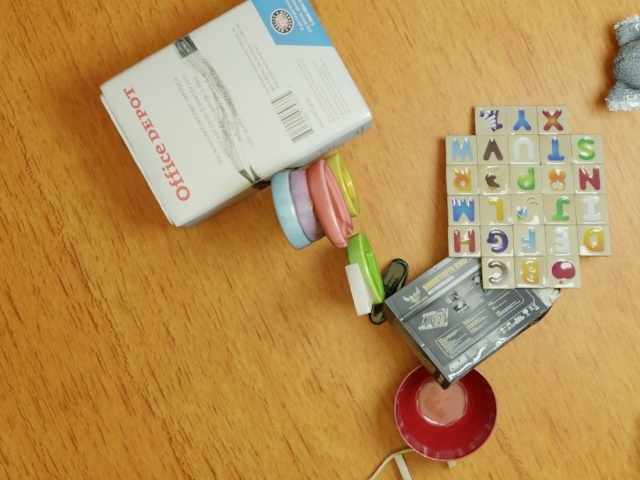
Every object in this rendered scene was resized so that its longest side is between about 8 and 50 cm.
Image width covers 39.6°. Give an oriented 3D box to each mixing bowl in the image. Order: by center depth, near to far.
[{"bbox_3d":[0.222,0.296,1.605,0.182,0.098,0.181,0,91,3],"label":"mixing bowl"}]

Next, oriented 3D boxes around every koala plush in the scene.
[{"bbox_3d":[0.613,-0.300,1.542,0.221,0.203,0.196,11,91,15],"label":"koala plush"}]

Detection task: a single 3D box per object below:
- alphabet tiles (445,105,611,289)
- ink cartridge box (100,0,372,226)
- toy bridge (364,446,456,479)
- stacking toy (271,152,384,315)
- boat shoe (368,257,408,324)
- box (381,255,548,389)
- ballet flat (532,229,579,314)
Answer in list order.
[{"bbox_3d":[0.368,-0.081,1.588,0.285,0.011,0.342,0,76,0],"label":"alphabet tiles"},{"bbox_3d":[-0.145,-0.236,1.590,0.395,0.166,0.285,-29,88,3],"label":"ink cartridge box"},{"bbox_3d":[0.153,0.421,1.647,0.188,0.026,0.063,-22,87,4],"label":"toy bridge"},{"bbox_3d":[0.000,0.000,1.524,0.130,0.309,0.279,-17,92,12],"label":"stacking toy"},{"bbox_3d":[0.123,0.095,1.640,0.049,0.042,0.133,25,93,1],"label":"boat shoe"},{"bbox_3d":[0.252,0.122,1.565,0.231,0.056,0.183,-34,70,-16],"label":"box"},{"bbox_3d":[0.414,0.062,1.605,0.074,0.074,0.203,29,93,3],"label":"ballet flat"}]
